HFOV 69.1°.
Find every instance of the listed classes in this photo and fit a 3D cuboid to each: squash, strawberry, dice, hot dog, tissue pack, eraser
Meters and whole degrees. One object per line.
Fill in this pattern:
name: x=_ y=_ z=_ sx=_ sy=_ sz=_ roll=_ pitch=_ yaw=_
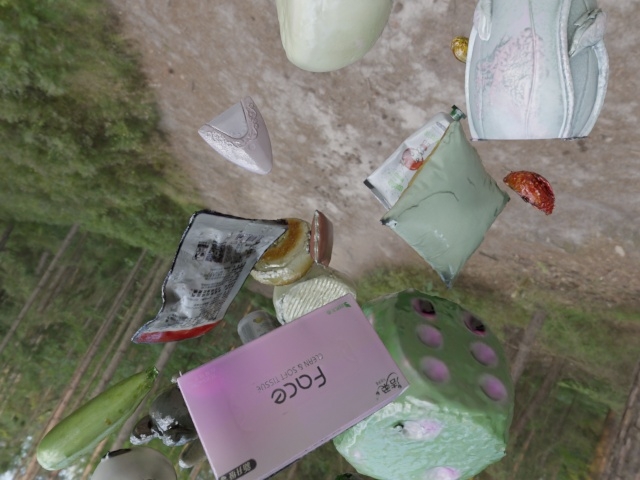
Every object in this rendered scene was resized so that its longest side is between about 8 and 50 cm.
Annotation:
squash: x=-0.604 y=0.486 z=1.293 sx=0.118 sy=0.370 sz=0.118 roll=45 pitch=161 yaw=20
strawberry: x=0.597 y=-0.142 z=1.300 sx=0.188 sy=0.082 sz=0.121 roll=23 pitch=-157 yaw=-30
dice: x=0.213 y=0.326 z=1.046 sx=0.318 sy=0.322 sz=0.330 roll=16 pitch=128 yaw=-9
hot dog: x=0.368 y=-0.423 z=1.065 sx=0.165 sy=0.071 sz=0.045 roll=13 pitch=142 yaw=-19
tissue pack: x=-0.035 y=0.187 z=0.584 sx=0.148 sy=0.246 sz=0.092 roll=56 pitch=158 yaw=26
eraser: x=-0.235 y=-0.316 z=1.477 sx=0.243 sy=0.204 sz=0.059 roll=51 pitch=170 yaw=1

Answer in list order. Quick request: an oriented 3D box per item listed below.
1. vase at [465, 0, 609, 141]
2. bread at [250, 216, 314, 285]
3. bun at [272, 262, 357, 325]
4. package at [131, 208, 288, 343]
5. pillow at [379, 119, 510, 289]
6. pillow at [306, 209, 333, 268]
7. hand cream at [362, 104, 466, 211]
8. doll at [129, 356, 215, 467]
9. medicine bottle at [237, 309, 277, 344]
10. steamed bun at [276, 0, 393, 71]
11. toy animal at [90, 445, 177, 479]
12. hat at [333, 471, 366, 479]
vase: x=0.389 y=-0.404 z=0.830 sx=0.250 sy=0.445 sz=0.250 roll=-3 pitch=-164 yaw=1
bread: x=-0.140 y=0.049 z=1.767 sx=0.305 sy=0.305 sz=0.159 roll=21 pitch=148 yaw=38
bun: x=-0.033 y=0.232 z=1.983 sx=0.359 sy=0.360 sz=0.211 roll=32 pitch=-163 yaw=-23
package: x=-0.153 y=0.058 z=0.646 sx=0.154 sy=0.239 sz=0.030 roll=4 pitch=-144 yaw=-51
pillow: x=0.315 y=-0.079 z=1.124 sx=0.310 sy=0.312 sz=0.119 roll=42 pitch=167 yaw=-35
pillow: x=0.000 y=0.000 z=1.499 sx=0.075 sy=0.171 sz=0.179 roll=1 pitch=171 yaw=13
hand cream: x=0.272 y=-0.239 z=1.318 sx=0.121 sy=0.336 sz=0.076 roll=48 pitch=-160 yaw=10
doll: x=-0.442 y=0.648 z=1.647 sx=0.252 sy=0.382 sz=0.379 roll=-11 pitch=105 yaw=32
medicine bottle: x=-0.198 y=0.367 z=1.642 sx=0.135 sy=0.135 sz=0.215 roll=40 pitch=-166 yaw=-53
steamed bun: x=0.034 y=-0.516 z=0.954 sx=0.233 sy=0.312 sz=0.334 roll=-8 pitch=-178 yaw=-9
toy animal: x=-0.462 y=0.652 z=1.104 sx=0.251 sy=0.310 sz=0.251 roll=17 pitch=-174 yaw=-2
hat: x=0.079 y=0.886 z=1.323 sx=0.285 sy=0.400 sz=0.285 roll=4 pitch=150 yaw=2
